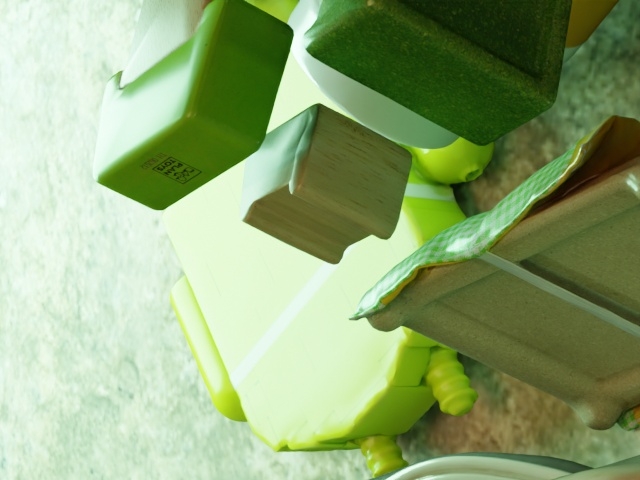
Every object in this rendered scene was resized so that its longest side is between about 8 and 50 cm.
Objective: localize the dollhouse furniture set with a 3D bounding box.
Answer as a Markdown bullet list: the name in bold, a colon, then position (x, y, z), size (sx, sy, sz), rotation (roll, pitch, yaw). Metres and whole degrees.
- **dollhouse furniture set**: position (0.086, -0.057, 0.792), size (0.197, 0.301, 0.151), rotation (-28, 44, 48)

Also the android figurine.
- **android figurine**: position (0.000, 0.000, 1.013), size (0.248, 0.056, 0.273), rotation (-52, 51, 33)

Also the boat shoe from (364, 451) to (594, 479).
- **boat shoe**: position (0.058, 0.164, 0.937), size (0.335, 0.095, 0.112), rotation (-14, 82, 42)

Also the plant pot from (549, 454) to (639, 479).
- **plant pot**: position (0.194, 0.177, 0.611), size (0.334, 0.305, 0.334), rotation (0, 90, 48)

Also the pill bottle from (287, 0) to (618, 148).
- **pill bottle**: position (0.091, -0.162, 0.846), size (0.246, 0.136, 0.136), rotation (-52, 54, 30)
